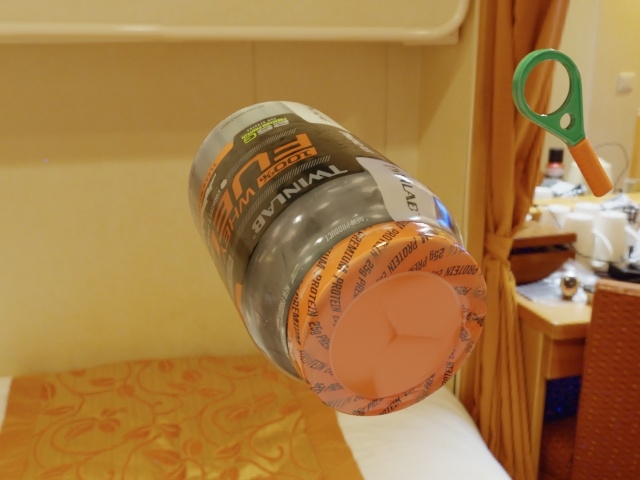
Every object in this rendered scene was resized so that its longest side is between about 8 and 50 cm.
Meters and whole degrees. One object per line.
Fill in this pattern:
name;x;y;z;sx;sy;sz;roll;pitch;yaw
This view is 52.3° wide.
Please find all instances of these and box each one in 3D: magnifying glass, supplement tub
magnifying glass;0.337;-0.154;0.885;0.092;0.231;0.026;-38;23;-1
supplement tub;0.000;0.000;0.594;0.193;0.194;0.316;-6;27;-21
